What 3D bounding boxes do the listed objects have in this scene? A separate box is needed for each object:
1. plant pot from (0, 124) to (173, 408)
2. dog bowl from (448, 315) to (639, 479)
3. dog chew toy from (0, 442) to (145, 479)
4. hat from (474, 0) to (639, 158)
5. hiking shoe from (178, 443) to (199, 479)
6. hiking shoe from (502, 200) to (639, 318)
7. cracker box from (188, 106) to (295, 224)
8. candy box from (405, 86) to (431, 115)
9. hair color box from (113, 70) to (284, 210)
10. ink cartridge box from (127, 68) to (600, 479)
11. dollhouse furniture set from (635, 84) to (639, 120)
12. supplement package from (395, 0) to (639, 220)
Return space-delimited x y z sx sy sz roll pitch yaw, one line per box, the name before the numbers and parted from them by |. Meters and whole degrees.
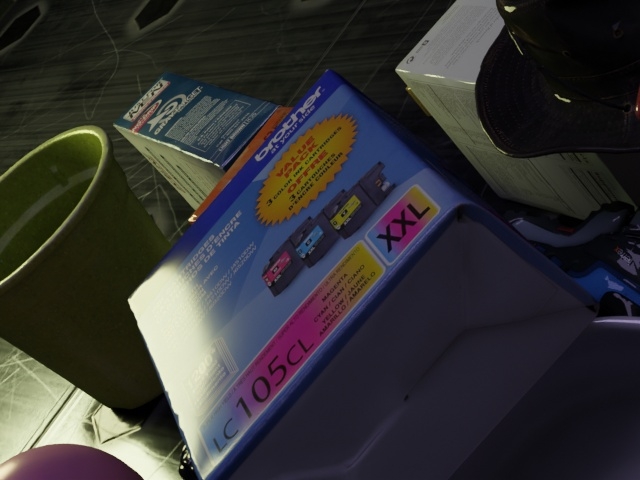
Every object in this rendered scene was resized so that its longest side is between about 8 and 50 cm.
plant pot | -0.267 0.053 1.889 0.276 0.254 0.276 -32 29 20
dog bowl | 0.207 0.192 1.140 0.265 0.104 0.265 -13 56 20
dog chew toy | -0.210 0.326 1.509 0.206 0.206 0.332 -46 36 -6
hat | 0.243 -0.215 1.320 0.331 0.134 0.331 -26 35 21
hiking shoe | -0.090 0.228 1.622 0.114 0.086 0.227 -44 19 28
hiking shoe | 0.198 0.049 1.446 0.304 0.113 0.132 -14 50 54
cracker box | 0.000 0.000 1.638 0.156 0.232 0.067 -53 31 -18
candy box | 0.196 -0.201 1.859 0.186 0.053 0.109 1 49 51
hair color box | -0.103 -0.095 1.967 0.105 0.174 0.347 -48 28 -11
ink cartridge box | 0.004 0.039 1.264 0.270 0.151 0.395 -49 24 5
dollhouse furniture set | 0.360 -0.073 1.127 0.201 0.374 0.152 -10 46 44
supplement package | 0.253 -0.153 1.558 0.199 0.198 0.262 -49 28 -12
